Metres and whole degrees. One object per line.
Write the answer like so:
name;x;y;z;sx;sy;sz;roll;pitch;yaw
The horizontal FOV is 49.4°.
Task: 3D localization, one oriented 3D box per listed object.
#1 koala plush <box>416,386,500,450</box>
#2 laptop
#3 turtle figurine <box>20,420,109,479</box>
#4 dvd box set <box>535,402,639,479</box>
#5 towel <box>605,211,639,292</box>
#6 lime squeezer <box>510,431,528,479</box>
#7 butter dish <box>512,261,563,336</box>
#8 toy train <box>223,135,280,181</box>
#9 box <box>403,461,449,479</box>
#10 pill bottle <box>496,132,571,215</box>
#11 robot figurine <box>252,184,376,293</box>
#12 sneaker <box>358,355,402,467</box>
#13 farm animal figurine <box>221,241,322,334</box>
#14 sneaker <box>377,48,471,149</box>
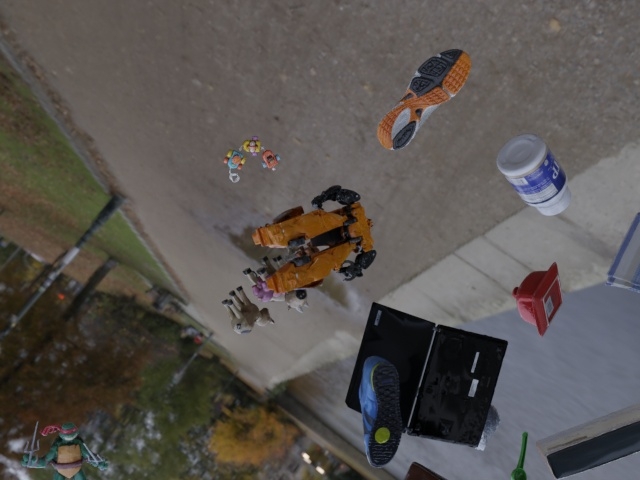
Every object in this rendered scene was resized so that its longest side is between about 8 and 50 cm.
koala plush;0.411;0.453;1.915;0.221;0.203;0.196;61;-152;5
laptop;0.220;0.280;1.456;0.264;0.234;0.136;15;-178;-17
turtle figurine;-0.552;0.491;1.530;0.175;0.234;0.118;-1;-169;-8
dvd box set;0.678;0.470;1.662;0.420;0.307;0.062;42;-154;-72
towel;0.828;0.043;1.640;0.034;0.209;0.285;28;176;-29
lime squeezer;0.661;0.768;2.193;0.059;0.110;0.310;38;-152;-31
butter dish;0.586;0.154;1.914;0.118;0.160;0.160;11;135;40
toy train;-0.210;-0.245;2.122;0.125;0.166;0.046;67;173;-22
box;0.264;0.526;1.115;0.381;0.191;0.143;36;170;-26
pill bottle;0.485;-0.141;1.555;0.186;0.112;0.112;41;167;-36
robot figurine;0.000;0.000;1.497;0.085;0.291;0.211;-9;99;49
sneaker;0.110;0.327;1.344;0.069;0.209;0.082;-1;-178;-21
farm animal figurine;-0.129;0.151;2.053;0.172;0.330;0.327;60;170;-14
sneaker;0.227;-0.320;1.548;0.099;0.262;0.121;44;-161;-3
